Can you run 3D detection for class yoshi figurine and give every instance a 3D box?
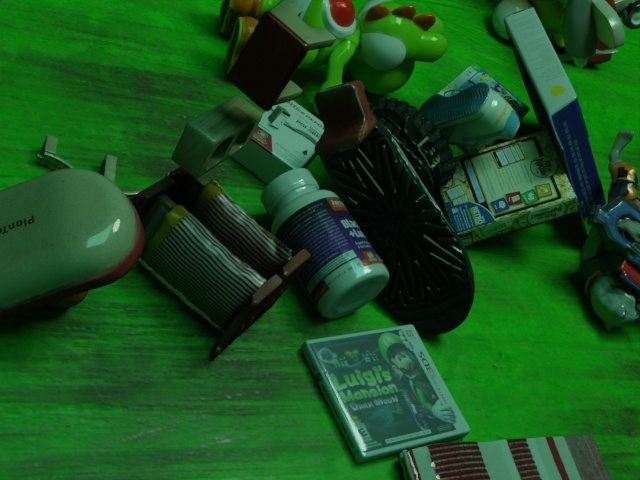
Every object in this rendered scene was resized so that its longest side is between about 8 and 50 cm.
[{"bbox_3d":[0.019,-0.307,1.812,0.362,0.203,0.203,2,10,-17],"label":"yoshi figurine"}]

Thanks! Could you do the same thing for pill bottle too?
[{"bbox_3d":[0.000,0.000,1.518,0.108,0.108,0.193,-13,61,-42],"label":"pill bottle"}]

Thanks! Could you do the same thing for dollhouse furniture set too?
[{"bbox_3d":[-0.081,-0.067,1.326,0.201,0.374,0.152,40,36,6],"label":"dollhouse furniture set"}]

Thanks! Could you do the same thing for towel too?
[{"bbox_3d":[0.265,0.365,1.424,0.329,0.037,0.237,3,53,-31],"label":"towel"}]

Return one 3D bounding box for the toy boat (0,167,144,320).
[{"bbox_3d":[-0.306,0.023,1.263,0.231,0.151,0.151,-19,55,4],"label":"toy boat"}]

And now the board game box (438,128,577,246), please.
[{"bbox_3d":[0.286,-0.082,1.759,0.193,0.045,0.147,-16,54,4],"label":"board game box"}]

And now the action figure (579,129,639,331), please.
[{"bbox_3d":[0.542,0.025,1.845,0.341,0.178,0.330,42,57,-14],"label":"action figure"}]

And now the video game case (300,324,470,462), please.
[{"bbox_3d":[0.086,0.194,1.464,0.190,0.022,0.173,-5,56,-38],"label":"video game case"}]

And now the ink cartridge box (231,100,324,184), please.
[{"bbox_3d":[-0.056,-0.144,1.653,0.099,0.056,0.135,36,41,0],"label":"ink cartridge box"}]

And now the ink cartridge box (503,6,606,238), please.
[{"bbox_3d":[0.409,-0.186,1.880,0.303,0.072,0.307,57,13,-51],"label":"ink cartridge box"}]

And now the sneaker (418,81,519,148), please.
[{"bbox_3d":[0.219,-0.183,1.784,0.092,0.229,0.087,35,74,-23],"label":"sneaker"}]

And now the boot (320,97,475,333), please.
[{"bbox_3d":[0.140,-0.049,1.651,0.348,0.131,0.260,66,19,-2],"label":"boot"}]

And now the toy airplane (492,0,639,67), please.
[{"bbox_3d":[0.444,-0.501,2.174,0.384,0.272,0.386,54,9,1],"label":"toy airplane"}]

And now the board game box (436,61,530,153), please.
[{"bbox_3d":[0.276,-0.229,1.981,0.136,0.035,0.201,41,41,5],"label":"board game box"}]

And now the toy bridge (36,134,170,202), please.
[{"bbox_3d":[-0.278,-0.082,1.462,0.188,0.026,0.063,16,46,-22],"label":"toy bridge"}]
